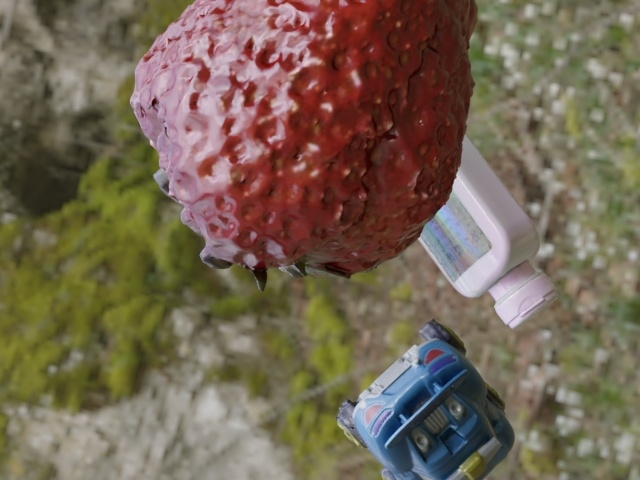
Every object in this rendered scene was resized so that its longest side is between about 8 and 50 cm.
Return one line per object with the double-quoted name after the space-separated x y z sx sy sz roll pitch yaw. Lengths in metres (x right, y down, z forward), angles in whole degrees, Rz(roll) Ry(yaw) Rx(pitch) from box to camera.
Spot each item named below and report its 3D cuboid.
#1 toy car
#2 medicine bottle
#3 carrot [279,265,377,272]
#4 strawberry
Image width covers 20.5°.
0.163 0.256 2.327 0.198 0.166 0.314 -41 -41 -5 "toy car"
0.155 -0.013 1.806 0.078 0.219 0.115 -30 -11 -38 "medicine bottle"
0.000 0.000 1.961 0.263 0.102 0.102 -13 -67 -70 "carrot"
0.005 -0.110 1.311 0.277 0.257 0.257 -45 -17 15 "strawberry"
